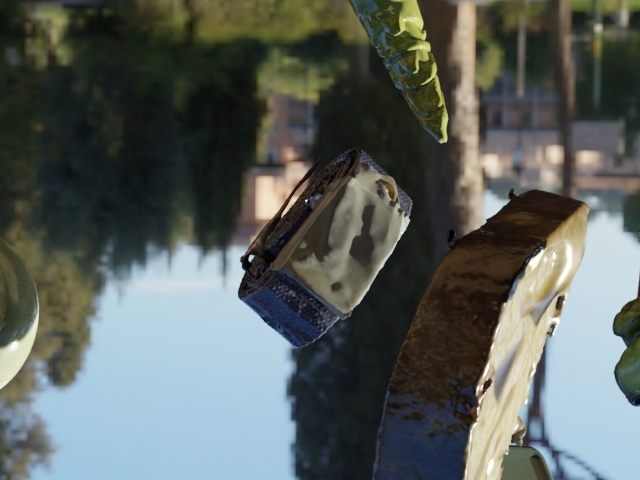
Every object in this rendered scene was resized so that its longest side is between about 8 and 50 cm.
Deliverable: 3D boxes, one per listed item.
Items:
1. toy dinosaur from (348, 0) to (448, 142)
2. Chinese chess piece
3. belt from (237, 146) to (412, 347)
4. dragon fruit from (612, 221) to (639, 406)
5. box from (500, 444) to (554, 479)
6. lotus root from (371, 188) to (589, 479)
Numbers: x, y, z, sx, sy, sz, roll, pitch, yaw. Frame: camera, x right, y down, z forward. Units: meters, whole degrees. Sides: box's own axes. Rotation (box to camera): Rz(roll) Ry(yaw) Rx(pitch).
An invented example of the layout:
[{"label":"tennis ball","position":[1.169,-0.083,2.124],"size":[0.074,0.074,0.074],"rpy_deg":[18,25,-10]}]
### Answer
[{"label":"toy dinosaur","position":[0.010,-0.174,0.830],"size":[0.094,0.259,0.153],"rpy_deg":[-24,162,8]},{"label":"Chinese chess piece","position":[-0.288,0.057,1.251],"size":[0.144,0.144,0.058],"rpy_deg":[2,168,21]},{"label":"belt","position":[0.000,0.000,1.855],"size":[0.126,0.230,0.139],"rpy_deg":[43,157,-17]},{"label":"dragon fruit","position":[0.274,0.015,1.007],"size":[0.198,0.200,0.269],"rpy_deg":[15,-170,34]},{"label":"box","position":[0.162,0.223,1.309],"size":[0.091,0.126,0.031],"rpy_deg":[9,139,-37]},{"label":"lotus root","position":[0.110,0.069,1.109],"size":[0.074,0.261,0.170],"rpy_deg":[20,172,22]}]
